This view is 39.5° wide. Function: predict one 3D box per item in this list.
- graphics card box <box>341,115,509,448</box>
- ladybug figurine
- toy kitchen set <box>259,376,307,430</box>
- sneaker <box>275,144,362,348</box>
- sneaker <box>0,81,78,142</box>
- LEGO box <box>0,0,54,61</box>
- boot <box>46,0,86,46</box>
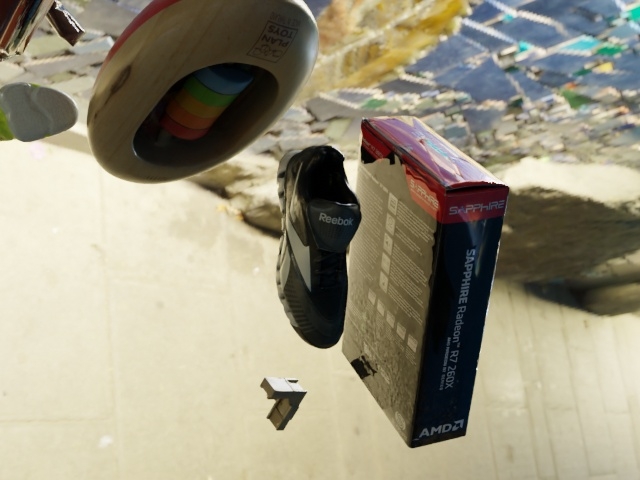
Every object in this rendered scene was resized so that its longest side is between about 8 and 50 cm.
[{"bbox_3d":[0.120,0.051,1.150,0.094,0.233,0.371,-7,119,-22],"label":"graphics card box"},{"bbox_3d":[-0.185,-0.253,1.336,0.305,0.449,0.162,6,56,-44],"label":"ladybug figurine"},{"bbox_3d":[-0.082,0.252,1.434,0.075,0.083,0.068,11,26,-45],"label":"toy kitchen set"},{"bbox_3d":[0.000,0.000,0.979,0.078,0.106,0.234,2,77,-25],"label":"sneaker"},{"bbox_3d":[-0.501,-0.192,1.385,0.240,0.126,0.091,-5,92,-18],"label":"sneaker"},{"bbox_3d":[-0.358,-0.412,0.614,0.500,0.373,0.193,30,6,-18],"label":"LEGO box"},{"bbox_3d":[-0.411,-0.340,1.333,0.114,0.037,0.106,58,33,-5],"label":"boot"}]
